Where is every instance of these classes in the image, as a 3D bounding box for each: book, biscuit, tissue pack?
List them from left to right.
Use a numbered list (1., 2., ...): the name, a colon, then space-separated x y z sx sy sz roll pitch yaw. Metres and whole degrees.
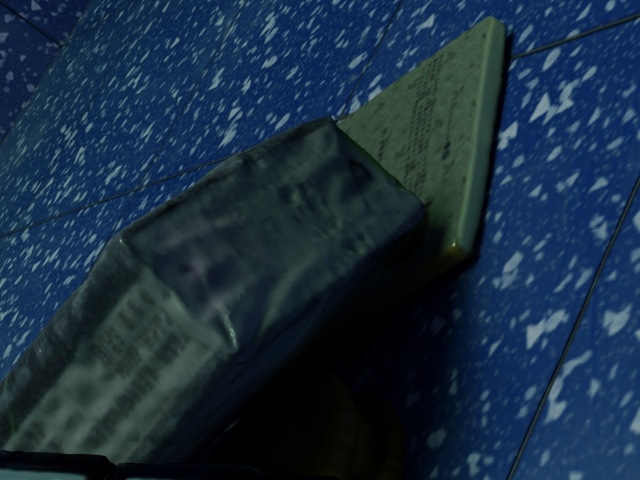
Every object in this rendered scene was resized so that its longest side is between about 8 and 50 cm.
1. tissue pack: -0.128 0.108 1.005 0.394 0.124 0.288 -48 -6 31
2. biscuit: -0.032 0.185 0.956 0.220 0.066 0.220 -48 21 25
3. book: 0.000 0.000 1.208 0.389 0.032 0.269 -36 29 38

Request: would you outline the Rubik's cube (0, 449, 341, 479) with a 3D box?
1. Rubik's cube: -0.075 0.264 0.537 0.283 0.288 0.294 -4 52 34
